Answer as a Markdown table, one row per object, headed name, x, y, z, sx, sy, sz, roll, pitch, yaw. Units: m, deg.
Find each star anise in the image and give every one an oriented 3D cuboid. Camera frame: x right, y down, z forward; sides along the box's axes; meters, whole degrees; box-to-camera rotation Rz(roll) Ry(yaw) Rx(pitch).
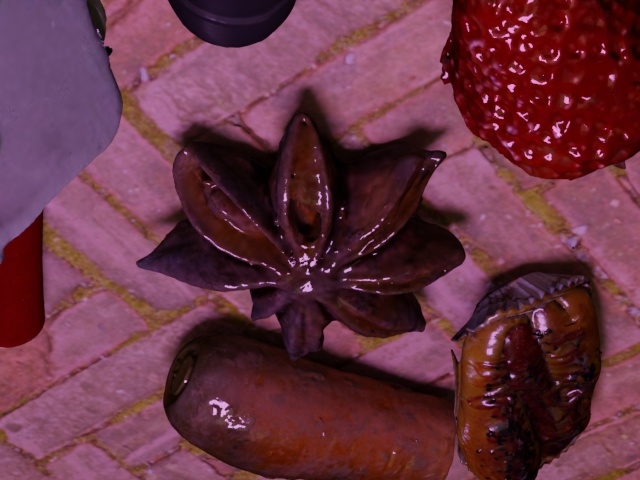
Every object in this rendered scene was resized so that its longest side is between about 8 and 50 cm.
| name | x | y | z | sx | sy | sz | roll | pitch | yaw |
| --- | --- | --- | --- | --- | --- | --- | --- | --- | --- |
| star anise | -0.014 | 0.009 | 1.783 | 0.315 | 0.108 | 0.315 | 1 | 138 | 1 |

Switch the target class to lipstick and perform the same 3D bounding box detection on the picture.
| name | x | y | z | sx | sy | sz | roll | pitch | yaw |
| --- | --- | --- | --- | --- | --- | --- | --- | --- | --- |
| lipstick | -0.298 | -0.001 | 1.803 | 0.080 | 0.080 | 0.241 | 5 | 135 | -3 |

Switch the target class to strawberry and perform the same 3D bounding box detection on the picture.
| name | x | y | z | sx | sy | sz | roll | pitch | yaw |
| --- | --- | --- | --- | --- | --- | --- | --- | --- | --- |
| strawberry | 0.182 | -0.167 | 1.510 | 0.205 | 0.205 | 0.244 | -18 | 154 | 19 |

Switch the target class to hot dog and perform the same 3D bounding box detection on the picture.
| name | x | y | z | sx | sy | sz | roll | pitch | yaw |
| --- | --- | --- | --- | --- | --- | --- | --- | --- | --- |
| hot dog | 0.210 | 0.142 | 1.900 | 0.162 | 0.082 | 0.270 | -22 | 135 | -17 |

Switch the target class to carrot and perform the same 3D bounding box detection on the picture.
| name | x | y | z | sx | sy | sz | roll | pitch | yaw |
| --- | --- | --- | --- | --- | --- | --- | --- | --- | --- |
| carrot | -0.011 | 0.184 | 1.939 | 0.302 | 0.138 | 0.139 | 17 | 133 | -14 |

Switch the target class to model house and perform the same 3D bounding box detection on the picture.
| name | x | y | z | sx | sy | sz | roll | pitch | yaw |
| --- | --- | --- | --- | --- | --- | --- | --- | --- | --- |
| model house | -0.353 | -0.155 | 1.432 | 0.325 | 0.194 | 0.267 | 7 | 129 | 29 |

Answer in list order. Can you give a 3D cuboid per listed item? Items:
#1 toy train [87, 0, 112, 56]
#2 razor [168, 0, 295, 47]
| name | x | y | z | sx | sy | sz | roll | pitch | yaw |
| --- | --- | --- | --- | --- | --- | --- | --- | --- | --- |
| toy train | -0.270 | -0.196 | 1.559 | 0.188 | 0.159 | 0.272 | 35 | 127 | -16 |
| razor | -0.070 | -0.295 | 1.369 | 0.113 | 0.204 | 0.349 | -23 | 160 | -20 |
